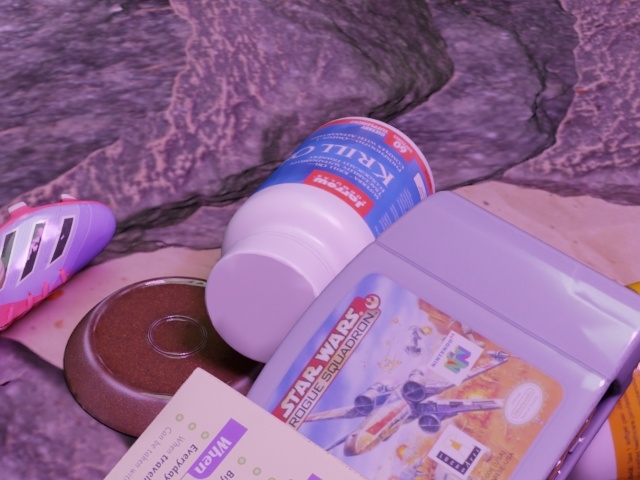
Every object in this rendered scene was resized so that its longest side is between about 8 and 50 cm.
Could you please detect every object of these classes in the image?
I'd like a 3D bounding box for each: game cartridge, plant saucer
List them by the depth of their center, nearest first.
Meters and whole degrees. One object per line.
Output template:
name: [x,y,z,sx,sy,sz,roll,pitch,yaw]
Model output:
game cartridge: [0.056,0.118,0.874,0.198,0.062,0.297,32,79,23]
plant saucer: [-0.107,0.079,1.033,0.168,0.029,0.168,3,39,-3]

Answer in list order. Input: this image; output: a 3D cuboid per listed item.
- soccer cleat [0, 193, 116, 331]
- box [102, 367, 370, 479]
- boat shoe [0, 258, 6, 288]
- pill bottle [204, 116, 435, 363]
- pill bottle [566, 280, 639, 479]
soccer cleat: [-0.253,0.045,1.025,0.248,0.083,0.095,-23,63,-30]
box: [-0.031,0.229,0.736,0.243,0.117,0.213,30,68,27]
boat shoe: [-0.305,0.001,0.963,0.170,0.059,0.063,5,43,4]
pill bottle: [0.000,0.000,1.043,0.124,0.124,0.221,17,31,13]
pill bottle: [0.213,0.100,0.949,0.245,0.136,0.136,-15,42,-5]
